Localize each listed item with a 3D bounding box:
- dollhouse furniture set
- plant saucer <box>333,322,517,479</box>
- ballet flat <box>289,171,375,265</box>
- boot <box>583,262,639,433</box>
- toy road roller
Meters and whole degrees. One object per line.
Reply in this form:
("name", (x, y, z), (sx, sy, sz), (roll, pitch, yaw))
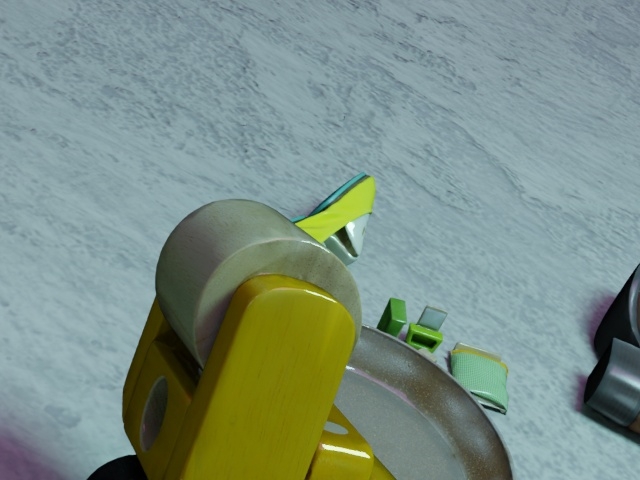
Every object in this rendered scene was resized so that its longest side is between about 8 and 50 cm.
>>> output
("dollhouse furniture set", (0.128, 0.107, 1.532), (0.151, 0.058, 0.076), (19, 32, -11))
("plant saucer", (0.023, 0.178, 1.360), (0.310, 0.050, 0.310), (18, 31, -11))
("ballet flat", (0.000, 0.000, 1.604), (0.077, 0.077, 0.231), (53, 38, 4))
("boot", (0.434, 0.149, 1.654), (0.280, 0.096, 0.264), (27, 30, 1))
("toy road roller", (-0.020, 0.155, 1.098), (0.240, 0.329, 0.202), (15, 9, -20))
